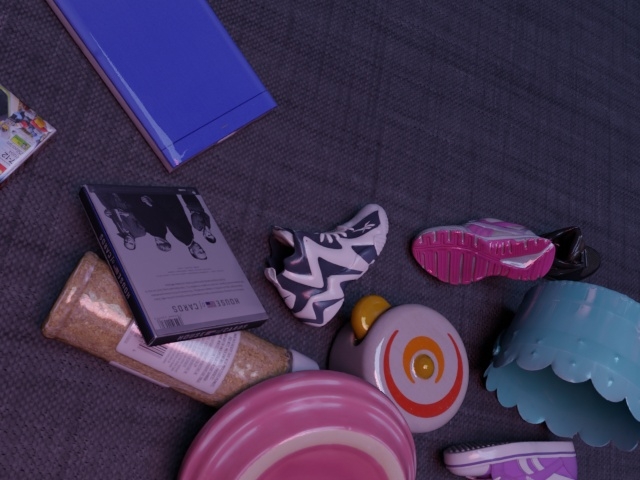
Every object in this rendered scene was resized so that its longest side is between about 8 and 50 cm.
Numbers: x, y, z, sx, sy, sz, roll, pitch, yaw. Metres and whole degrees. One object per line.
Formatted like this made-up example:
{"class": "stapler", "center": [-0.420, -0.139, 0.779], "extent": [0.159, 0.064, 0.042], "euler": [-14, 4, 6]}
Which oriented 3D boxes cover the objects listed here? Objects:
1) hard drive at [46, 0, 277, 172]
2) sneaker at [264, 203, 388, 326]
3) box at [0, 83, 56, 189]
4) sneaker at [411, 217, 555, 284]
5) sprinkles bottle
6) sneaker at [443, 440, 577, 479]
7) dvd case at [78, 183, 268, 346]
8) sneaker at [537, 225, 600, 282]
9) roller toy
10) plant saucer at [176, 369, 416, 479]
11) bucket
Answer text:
{"class": "hard drive", "center": [-0.236, -0.289, 0.944], "extent": [0.210, 0.040, 0.318], "euler": [-38, 97, -29]}
{"class": "sneaker", "center": [0.000, 0.000, 0.968], "extent": [0.153, 0.094, 0.235], "euler": [44, 72, -21]}
{"class": "box", "center": [-0.464, -0.169, 0.798], "extent": [0.207, 0.036, 0.114], "euler": [40, 63, -14]}
{"class": "sneaker", "center": [0.281, 0.014, 1.119], "extent": [0.253, 0.111, 0.102], "euler": [5, 112, -10]}
{"class": "sprinkles bottle", "center": [-0.175, 0.144, 0.826], "extent": [0.356, 0.121, 0.121], "euler": [30, 66, -18]}
{"class": "sneaker", "center": [0.330, 0.416, 1.033], "extent": [0.282, 0.102, 0.160], "euler": [10, 71, -26]}
{"class": "dvd case", "center": [-0.191, 0.022, 0.815], "extent": [0.179, 0.029, 0.238], "euler": [-3, 53, -48]}
{"class": "sneaker", "center": [0.487, 0.031, 1.200], "extent": [0.228, 0.130, 0.087], "euler": [10, 75, -28]}
{"class": "roller toy", "center": [0.123, 0.194, 0.956], "extent": [0.191, 0.146, 0.209], "euler": [8, 74, -27]}
{"class": "plant saucer", "center": [-0.017, 0.335, 0.805], "extent": [0.333, 0.084, 0.331], "euler": [-5, 107, -18]}
{"class": "bucket", "center": [0.435, 0.209, 1.052], "extent": [0.281, 0.281, 0.183], "euler": [37, 65, -15]}
